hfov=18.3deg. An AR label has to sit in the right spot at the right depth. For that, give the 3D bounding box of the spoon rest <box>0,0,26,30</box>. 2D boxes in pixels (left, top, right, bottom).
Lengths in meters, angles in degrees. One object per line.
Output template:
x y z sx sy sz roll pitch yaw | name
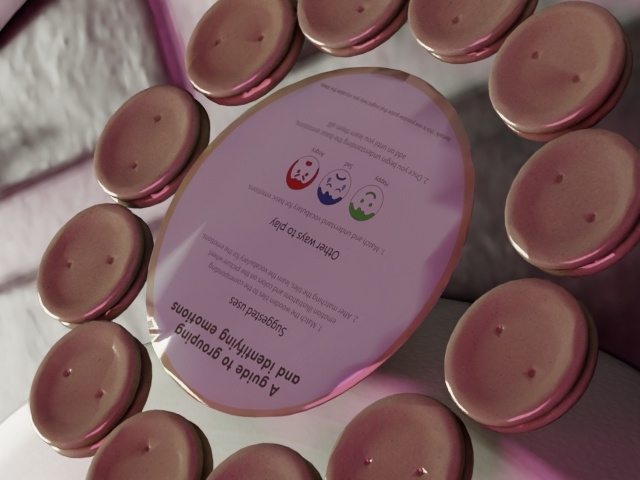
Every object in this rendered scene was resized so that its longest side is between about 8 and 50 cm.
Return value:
-0.135 -0.104 0.636 0.137 0.084 0.276 44 112 25 | spoon rest

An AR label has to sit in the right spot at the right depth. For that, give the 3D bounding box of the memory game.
0.000 0.000 0.501 0.186 0.012 0.186 -19 53 27 | memory game

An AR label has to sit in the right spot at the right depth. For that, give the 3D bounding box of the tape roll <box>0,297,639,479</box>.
0.019 0.211 0.560 0.392 0.072 0.392 10 106 40 | tape roll
